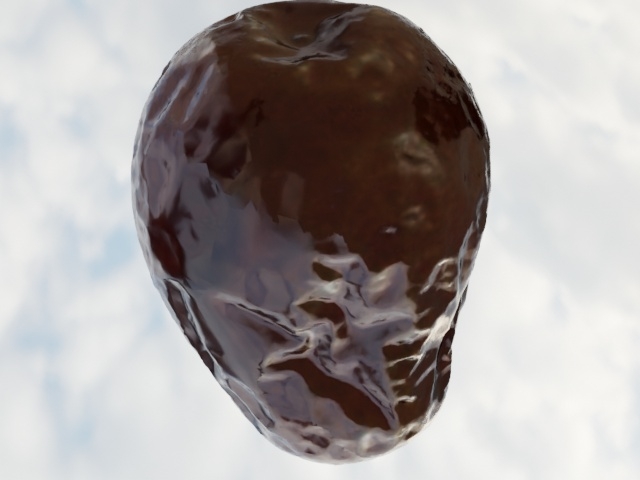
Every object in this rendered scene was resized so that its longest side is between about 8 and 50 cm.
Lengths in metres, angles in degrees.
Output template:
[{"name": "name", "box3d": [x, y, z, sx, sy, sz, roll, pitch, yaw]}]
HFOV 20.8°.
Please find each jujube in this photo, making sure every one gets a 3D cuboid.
[{"name": "jujube", "box3d": [0.000, 0.000, 0.930, 0.190, 0.190, 0.255, -63, -34, -59]}]
